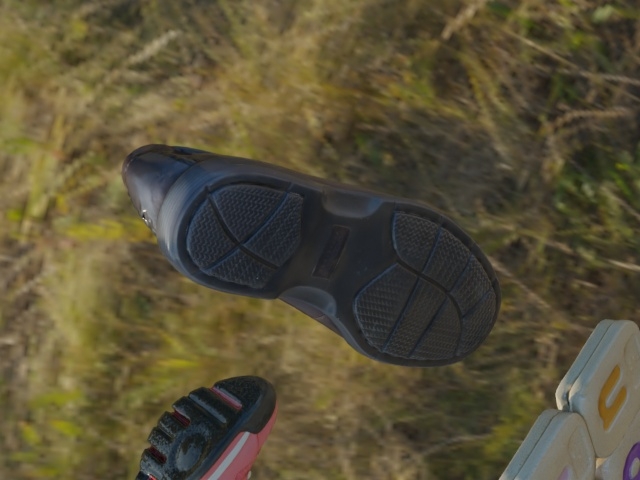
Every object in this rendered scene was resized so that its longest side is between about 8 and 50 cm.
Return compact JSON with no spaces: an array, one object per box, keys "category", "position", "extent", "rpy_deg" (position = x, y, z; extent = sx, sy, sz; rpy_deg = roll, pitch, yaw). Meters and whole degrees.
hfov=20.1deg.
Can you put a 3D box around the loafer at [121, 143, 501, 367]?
[{"category":"loafer","position":[0.000,0.000,1.175],"extent":[0.095,0.302,0.109],"rpy_deg":[37,101,45]}]

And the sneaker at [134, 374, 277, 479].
[{"category":"sneaker","position":[-0.127,0.277,1.834],"extent":[0.314,0.136,0.116],"rpy_deg":[-55,36,3]}]

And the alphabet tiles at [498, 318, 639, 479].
[{"category":"alphabet tiles","position":[0.169,0.185,1.009],"extent":[0.021,0.284,0.278],"rpy_deg":[8,46,35]}]
